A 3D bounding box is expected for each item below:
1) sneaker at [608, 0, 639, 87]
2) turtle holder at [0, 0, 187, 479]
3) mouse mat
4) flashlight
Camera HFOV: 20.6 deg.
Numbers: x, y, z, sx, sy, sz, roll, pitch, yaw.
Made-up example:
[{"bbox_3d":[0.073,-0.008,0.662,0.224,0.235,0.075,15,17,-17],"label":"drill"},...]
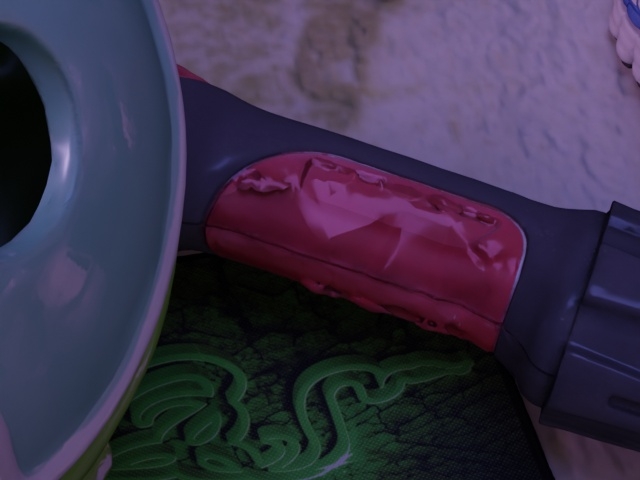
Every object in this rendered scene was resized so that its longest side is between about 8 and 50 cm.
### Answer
[{"bbox_3d":[0.208,-0.066,0.652,0.129,0.147,0.330,-16,45,-14],"label":"sneaker"},{"bbox_3d":[-0.174,0.005,0.467,0.243,0.227,0.320,36,78,3],"label":"turtle holder"},{"bbox_3d":[-0.019,0.062,0.653,0.189,0.007,0.153,-11,55,-12],"label":"mouse mat"},{"bbox_3d":[0.000,0.000,0.637,0.304,0.103,0.103,20,81,8],"label":"flashlight"}]
